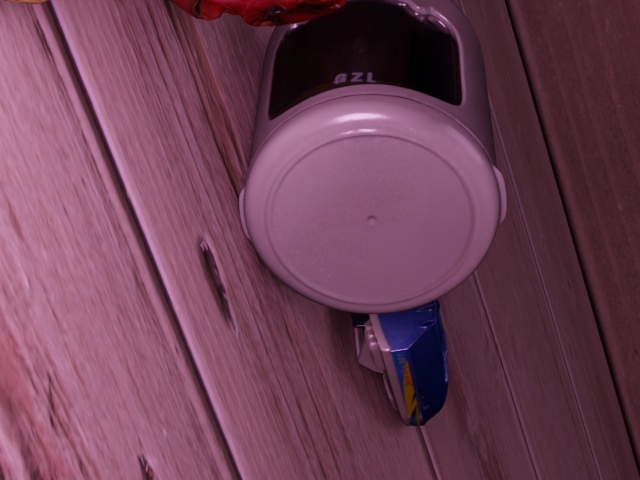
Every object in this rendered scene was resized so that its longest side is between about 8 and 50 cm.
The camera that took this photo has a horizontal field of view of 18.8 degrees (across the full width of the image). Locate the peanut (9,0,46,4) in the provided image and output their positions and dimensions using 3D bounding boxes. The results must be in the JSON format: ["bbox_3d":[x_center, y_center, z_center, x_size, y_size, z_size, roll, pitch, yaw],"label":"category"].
[{"bbox_3d":[-0.166,-0.191,1.158,0.194,0.083,0.093,-44,120,-74],"label":"peanut"}]

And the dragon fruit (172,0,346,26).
[{"bbox_3d":[-0.036,-0.268,1.467,0.293,0.234,0.233,-23,100,-70],"label":"dragon fruit"}]

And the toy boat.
[{"bbox_3d":[0.082,0.111,1.917,0.295,0.088,0.129,75,8,-62],"label":"toy boat"}]

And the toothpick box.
[{"bbox_3d":[0.047,-0.095,1.685,0.316,0.229,0.229,-87,160,-56],"label":"toothpick box"}]
